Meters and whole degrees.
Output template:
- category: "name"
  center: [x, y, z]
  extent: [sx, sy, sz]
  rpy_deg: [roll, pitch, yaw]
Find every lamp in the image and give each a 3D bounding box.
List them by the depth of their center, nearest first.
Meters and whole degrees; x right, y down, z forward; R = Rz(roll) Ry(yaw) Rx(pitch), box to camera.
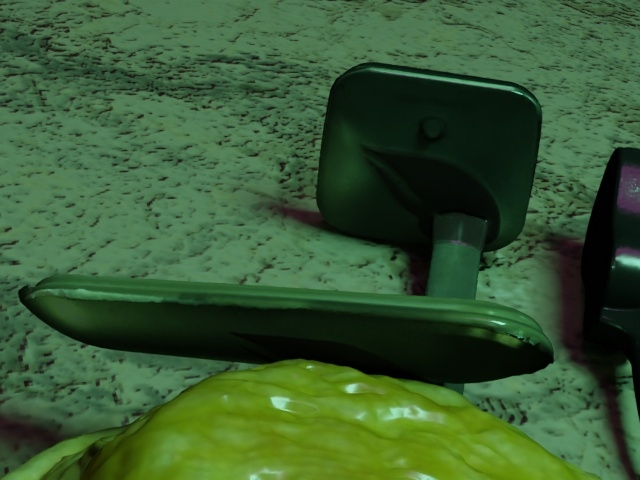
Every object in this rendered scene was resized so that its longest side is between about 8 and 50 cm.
- category: "lamp"
  center: [-0.001, 0.007, 0.575]
  extent: [0.203, 0.125, 0.283]
  rpy_deg: [10, 27, 6]

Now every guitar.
- category: "guitar"
  center: [0.155, 0.052, 0.612]
  extent: [0.038, 0.084, 0.271]
  rpy_deg: [10, 39, 2]

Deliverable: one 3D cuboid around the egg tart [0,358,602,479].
- category: "egg tart"
  center: [0.016, 0.129, 0.386]
  extent: [0.318, 0.128, 0.319]
  rpy_deg: [9, 30, -6]
